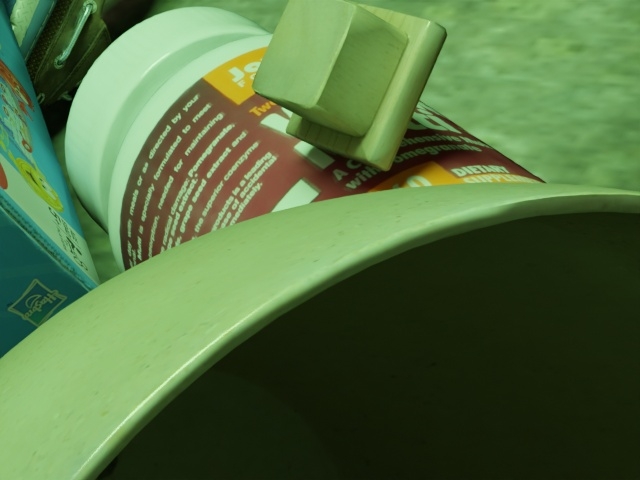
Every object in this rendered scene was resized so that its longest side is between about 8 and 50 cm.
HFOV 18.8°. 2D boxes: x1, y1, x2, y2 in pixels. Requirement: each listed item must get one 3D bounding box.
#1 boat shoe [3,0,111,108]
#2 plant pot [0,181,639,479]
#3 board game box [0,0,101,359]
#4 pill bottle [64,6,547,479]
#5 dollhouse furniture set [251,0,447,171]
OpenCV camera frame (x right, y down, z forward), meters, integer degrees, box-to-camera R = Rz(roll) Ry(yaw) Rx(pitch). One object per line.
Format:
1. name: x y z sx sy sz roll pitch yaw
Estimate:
1. boat shoe: -0.130 -0.095 0.894 0.066 0.066 0.183 39 108 47
2. plant pot: -0.004 0.116 0.466 0.284 0.284 0.191 -51 29 -13
3. board game box: -0.259 -0.003 0.772 0.302 0.086 0.308 -34 40 7
4. pill bottle: 0.000 0.000 0.670 0.121 0.121 0.221 -44 40 -5
5. dollhouse furniture set: 0.192 -0.135 0.523 0.303 0.174 0.355 25 90 52
